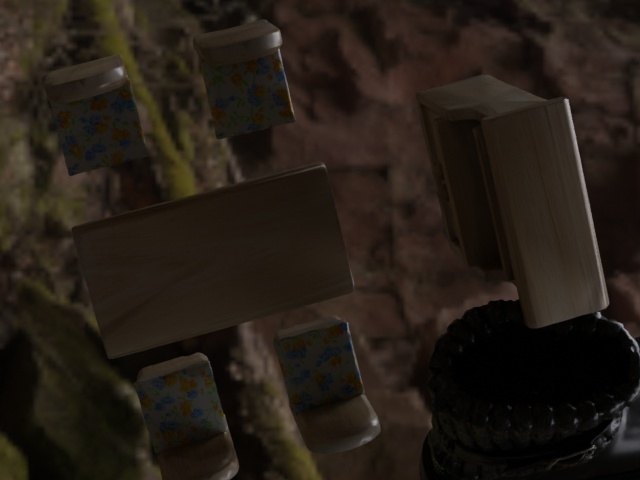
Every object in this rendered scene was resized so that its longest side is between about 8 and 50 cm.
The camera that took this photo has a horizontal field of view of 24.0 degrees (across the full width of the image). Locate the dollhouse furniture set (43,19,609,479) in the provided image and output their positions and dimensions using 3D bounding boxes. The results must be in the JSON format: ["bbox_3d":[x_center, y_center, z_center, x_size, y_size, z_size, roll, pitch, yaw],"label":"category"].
[{"bbox_3d":[0.000,0.000,1.250,0.256,0.394,0.362,-128,-157,-75],"label":"dollhouse furniture set"}]

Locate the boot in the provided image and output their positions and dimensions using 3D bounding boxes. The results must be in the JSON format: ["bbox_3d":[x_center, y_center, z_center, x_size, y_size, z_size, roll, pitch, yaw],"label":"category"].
[{"bbox_3d":[0.249,0.126,1.307,0.260,0.348,0.131,93,-26,-58],"label":"boot"}]
